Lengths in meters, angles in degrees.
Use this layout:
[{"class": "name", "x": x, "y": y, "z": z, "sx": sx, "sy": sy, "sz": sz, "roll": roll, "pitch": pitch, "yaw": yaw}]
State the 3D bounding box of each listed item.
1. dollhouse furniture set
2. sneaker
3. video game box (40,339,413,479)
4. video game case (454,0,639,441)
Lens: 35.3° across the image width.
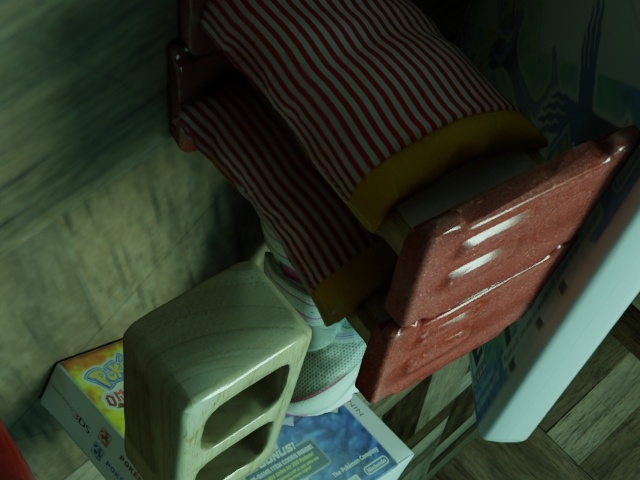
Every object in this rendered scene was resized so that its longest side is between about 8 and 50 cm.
[{"class": "dollhouse furniture set", "x": -0.076, "y": 0.002, "z": 0.434, "sx": 0.374, "sy": 0.201, "sz": 0.152, "roll": -27, "pitch": 154, "yaw": -27}, {"class": "sneaker", "x": 0.000, "y": 0.000, "z": 0.675, "sx": 0.111, "sy": 0.103, "sz": 0.252, "roll": 4, "pitch": 105, "yaw": -51}, {"class": "video game box", "x": -0.059, "y": 0.133, "z": 0.714, "sx": 0.205, "sy": 0.187, "sz": 0.048, "roll": -18, "pitch": 143, "yaw": -51}, {"class": "video game case", "x": 0.133, "y": -0.088, "z": 0.578, "sx": 0.036, "sy": 0.300, "sz": 0.329, "roll": 4, "pitch": 145, "yaw": -7}]
